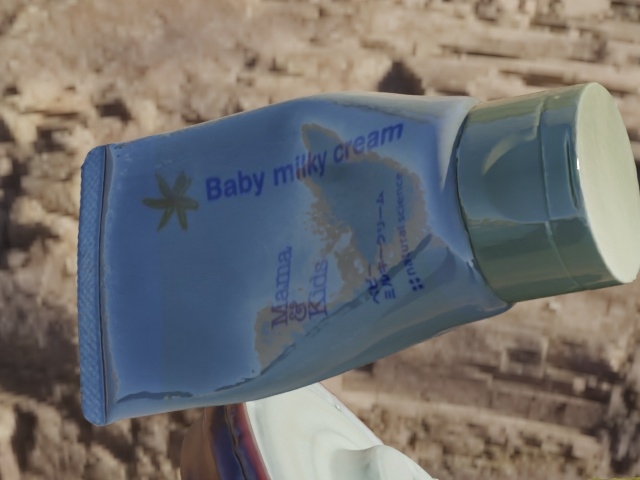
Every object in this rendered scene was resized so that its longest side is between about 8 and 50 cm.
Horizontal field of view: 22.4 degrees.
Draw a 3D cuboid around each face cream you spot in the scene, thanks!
[{"bbox_3d":[0.000,0.000,0.589,0.224,0.070,0.114,-10,73,26],"label":"face cream"}]

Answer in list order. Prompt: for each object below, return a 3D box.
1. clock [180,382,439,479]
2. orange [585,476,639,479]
[{"bbox_3d":[0.053,0.183,0.777,0.080,0.318,0.318,-38,44,10],"label":"clock"},{"bbox_3d":[0.236,0.322,1.020,0.368,0.271,0.210,35,9,-3],"label":"orange"}]
